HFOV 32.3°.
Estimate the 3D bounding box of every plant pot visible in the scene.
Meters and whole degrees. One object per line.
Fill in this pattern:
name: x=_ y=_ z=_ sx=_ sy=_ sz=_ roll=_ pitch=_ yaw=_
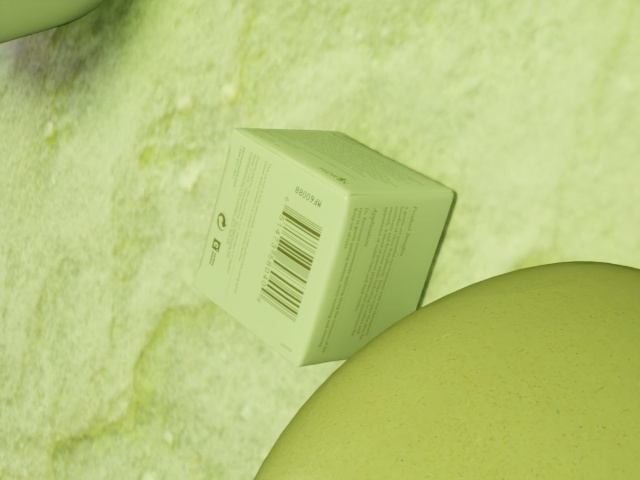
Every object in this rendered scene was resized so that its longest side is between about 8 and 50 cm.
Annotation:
plant pot: x=0.067 y=0.155 z=0.481 sx=0.284 sy=0.191 sz=0.284 roll=3 pitch=94 yaw=46

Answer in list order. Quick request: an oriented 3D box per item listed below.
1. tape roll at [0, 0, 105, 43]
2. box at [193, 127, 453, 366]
tape roll: x=-0.258 y=-0.249 z=0.744 sx=0.246 sy=0.169 sz=0.246 roll=8 pitch=112 yaw=21
box: x=0.000 y=0.000 z=0.613 sx=0.102 sy=0.087 sz=0.101 roll=34 pitch=116 yaw=41
